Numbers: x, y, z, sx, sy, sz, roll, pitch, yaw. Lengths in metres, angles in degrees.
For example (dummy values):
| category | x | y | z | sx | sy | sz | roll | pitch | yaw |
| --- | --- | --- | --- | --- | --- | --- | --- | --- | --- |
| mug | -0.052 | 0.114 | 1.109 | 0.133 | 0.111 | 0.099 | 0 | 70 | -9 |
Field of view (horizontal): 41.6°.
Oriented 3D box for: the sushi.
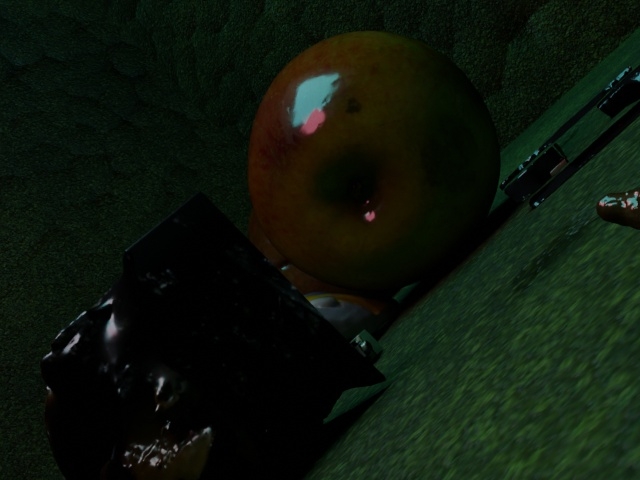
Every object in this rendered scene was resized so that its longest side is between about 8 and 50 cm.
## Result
| category | x | y | z | sx | sy | sz | roll | pitch | yaw |
| --- | --- | --- | --- | --- | --- | --- | --- | --- | --- |
| sushi | -0.119 | 0.133 | 0.701 | 0.212 | 0.215 | 0.227 | -43 | -2 | -35 |

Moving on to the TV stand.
| category | x | y | z | sx | sy | sz | roll | pitch | yaw |
| --- | --- | --- | --- | --- | --- | --- | --- | --- | --- |
| TV stand | 0.283 | -0.125 | 0.831 | 0.249 | 0.042 | 0.036 | -44 | -5 | 19 |

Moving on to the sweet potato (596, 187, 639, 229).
| category | x | y | z | sx | sy | sz | roll | pitch | yaw |
| --- | --- | --- | --- | --- | --- | --- | --- | --- | --- |
| sweet potato | 0.157 | -0.036 | 0.261 | 0.050 | 0.050 | 0.214 | -43 | -6 | -27 |

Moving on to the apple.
| category | x | y | z | sx | sy | sz | roll | pitch | yaw |
| --- | --- | --- | --- | --- | --- | --- | --- | --- | --- |
| apple | 0.065 | -0.094 | 1.089 | 0.339 | 0.339 | 0.339 | -44 | -2 | -2 |

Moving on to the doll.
| category | x | y | z | sx | sy | sz | roll | pitch | yaw |
| --- | --- | --- | --- | --- | --- | --- | --- | --- | --- |
| doll | -0.018 | 0.123 | 0.995 | 0.145 | 0.103 | 0.316 | -50 | -9 | 21 |

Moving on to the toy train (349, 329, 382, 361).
| category | x | y | z | sx | sy | sz | roll | pitch | yaw |
| --- | --- | --- | --- | --- | --- | --- | --- | --- | --- |
| toy train | 0.024 | 0.131 | 0.871 | 0.083 | 0.033 | 0.053 | -45 | -7 | 16 |

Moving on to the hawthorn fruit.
| category | x | y | z | sx | sy | sz | roll | pitch | yaw |
| --- | --- | --- | --- | --- | --- | --- | --- | --- | --- |
| hawthorn fruit | 0.000 | 0.000 | 1.461 | 0.267 | 0.301 | 0.268 | -25 | -8 | -4 |
